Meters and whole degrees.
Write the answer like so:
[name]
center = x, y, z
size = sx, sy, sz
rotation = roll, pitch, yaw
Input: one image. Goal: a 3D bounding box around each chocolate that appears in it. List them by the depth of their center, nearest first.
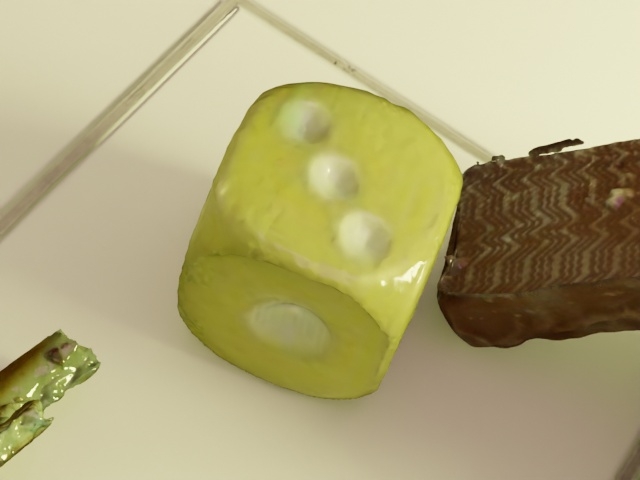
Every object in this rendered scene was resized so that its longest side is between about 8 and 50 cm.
[chocolate]
center = 0.202, 0.004, 1.141
size = 0.214, 0.093, 0.148
rotation = -5, 51, 27

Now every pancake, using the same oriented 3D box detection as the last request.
[pancake]
center = -0.242, 0.141, 0.916
size = 0.054, 0.197, 0.376
rotation = 56, 21, -6

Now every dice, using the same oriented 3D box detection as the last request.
[dice]
center = 0.000, 0.000, 1.103
size = 0.166, 0.169, 0.169
rotation = 22, 55, 1
